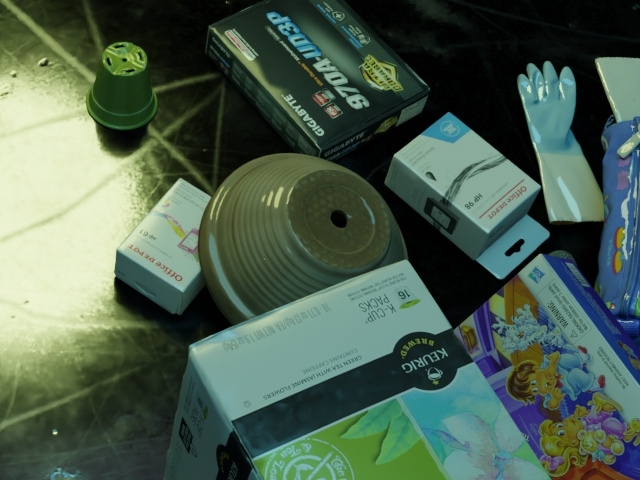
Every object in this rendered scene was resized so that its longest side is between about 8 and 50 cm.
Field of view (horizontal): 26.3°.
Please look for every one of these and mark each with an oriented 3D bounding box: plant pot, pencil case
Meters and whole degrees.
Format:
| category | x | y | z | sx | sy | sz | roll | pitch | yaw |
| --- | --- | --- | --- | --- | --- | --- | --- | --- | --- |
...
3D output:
| category | x | y | z | sx | sy | sz | roll | pitch | yaw |
| --- | --- | --- | --- | --- | --- | --- | --- | --- | --- |
| plant pot | -0.226 | -0.183 | 1.571 | 0.083 | 0.079 | 0.083 | 6 | 56 | -8 |
| pencil case | 0.357 | -0.002 | 1.515 | 0.119 | 0.133 | 0.306 | -3 | 57 | 27 |
| plant pot | 0.000 | 0.000 | 1.440 | 0.237 | 0.110 | 0.237 | 11 | 61 | -21 |

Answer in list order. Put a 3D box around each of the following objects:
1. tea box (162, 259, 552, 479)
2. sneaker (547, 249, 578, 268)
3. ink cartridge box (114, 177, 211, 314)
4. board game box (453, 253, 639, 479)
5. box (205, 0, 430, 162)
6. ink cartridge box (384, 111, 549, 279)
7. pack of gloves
| category | x | y | z | sx | sy | sz | roll | pitch | yaw |
| --- | --- | --- | --- | --- | --- | --- | --- | --- | --- |
| tea box | 0.033 | 0.258 | 1.170 | 0.220 | 0.329 | 0.323 | -21 | 62 | -24 |
| sneaker | 0.249 | 0.069 | 1.495 | 0.065 | 0.076 | 0.166 | 25 | 55 | 5 |
| ink cartridge box | -0.152 | 0.006 | 1.473 | 0.088 | 0.052 | 0.122 | 31 | 57 | 9 |
| board game box | 0.238 | 0.220 | 1.300 | 0.078 | 0.233 | 0.347 | 10 | 41 | -56 |
| box | -0.004 | -0.204 | 1.645 | 0.175 | 0.051 | 0.220 | -30 | 67 | -27 |
| ink cartridge box | 0.176 | -0.052 | 1.573 | 0.180 | 0.060 | 0.104 | 41 | 58 | 16 |
| pack of gloves | 0.338 | -0.116 | 1.671 | 0.195 | 0.046 | 0.232 | 0 | 64 | -17 |
